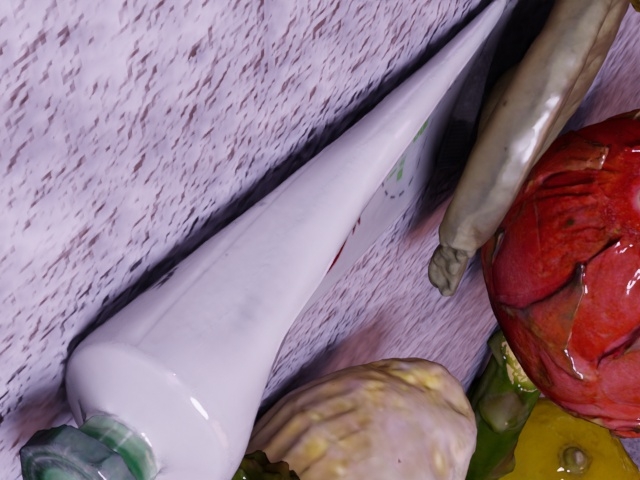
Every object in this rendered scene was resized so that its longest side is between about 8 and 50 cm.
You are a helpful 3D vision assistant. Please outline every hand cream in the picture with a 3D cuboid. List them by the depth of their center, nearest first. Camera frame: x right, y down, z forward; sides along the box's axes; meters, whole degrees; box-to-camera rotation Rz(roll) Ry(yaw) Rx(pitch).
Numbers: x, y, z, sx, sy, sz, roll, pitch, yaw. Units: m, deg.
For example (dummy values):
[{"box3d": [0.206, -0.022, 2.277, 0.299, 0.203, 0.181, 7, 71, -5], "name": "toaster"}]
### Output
[{"box3d": [0.000, 0.000, 0.543, 0.336, 0.076, 0.121, -46, 164, -42], "name": "hand cream"}]

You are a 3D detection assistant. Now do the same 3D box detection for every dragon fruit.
[{"box3d": [0.232, 0.025, 0.899, 0.241, 0.241, 0.252, -55, 154, 7], "name": "dragon fruit"}]

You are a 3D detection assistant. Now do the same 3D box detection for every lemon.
[{"box3d": [0.291, 0.322, 1.615, 0.233, 0.233, 0.288, -44, 163, -27], "name": "lemon"}]

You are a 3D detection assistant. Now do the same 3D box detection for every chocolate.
[{"box3d": [-0.029, 0.179, 0.696, 0.309, 0.134, 0.134, -40, 159, -29], "name": "chocolate"}]

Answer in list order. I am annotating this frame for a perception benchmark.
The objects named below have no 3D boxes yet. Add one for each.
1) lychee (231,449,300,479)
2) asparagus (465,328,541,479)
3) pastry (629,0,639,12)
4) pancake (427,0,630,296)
[{"box3d": [-0.057, 0.160, 0.529, 0.171, 0.171, 0.171, -46, 161, -20], "name": "lychee"}, {"box3d": [0.189, 0.186, 1.343, 0.082, 0.085, 0.343, -16, 149, -24], "name": "asparagus"}, {"box3d": [0.182, -0.199, 0.484, 0.235, 0.132, 0.240, -31, 153, -48], "name": "pastry"}, {"box3d": [0.113, -0.068, 0.679, 0.222, 0.042, 0.236, -63, 170, 6], "name": "pancake"}]
